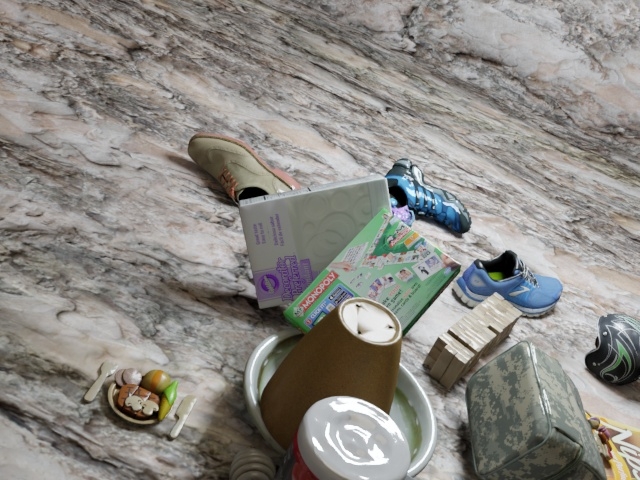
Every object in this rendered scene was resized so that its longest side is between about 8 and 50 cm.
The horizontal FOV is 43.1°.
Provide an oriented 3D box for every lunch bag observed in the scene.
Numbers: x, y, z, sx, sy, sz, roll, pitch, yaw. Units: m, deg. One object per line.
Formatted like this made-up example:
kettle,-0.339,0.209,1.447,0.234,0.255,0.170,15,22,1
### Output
lunch bag,0.458,0.403,1.672,0.256,0.212,0.305,34,30,-20

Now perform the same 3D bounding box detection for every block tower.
block tower,0.373,0.233,1.963,0.091,0.097,0.335,38,35,20

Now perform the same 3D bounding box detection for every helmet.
helmet,0.771,0.273,2.083,0.169,0.162,0.169,16,34,-11

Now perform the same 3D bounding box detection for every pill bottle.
pill bottle,0.005,0.412,1.280,0.176,0.319,0.176,15,34,-11

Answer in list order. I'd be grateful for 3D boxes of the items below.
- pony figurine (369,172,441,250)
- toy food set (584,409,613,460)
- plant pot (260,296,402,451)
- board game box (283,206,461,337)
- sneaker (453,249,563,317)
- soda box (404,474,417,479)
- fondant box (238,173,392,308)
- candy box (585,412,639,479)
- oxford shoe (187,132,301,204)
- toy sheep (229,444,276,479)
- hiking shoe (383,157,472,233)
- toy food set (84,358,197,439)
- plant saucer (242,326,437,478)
pony figurine,0.141,0.001,2.025,0.363,0.303,0.351,38,17,9
toy food set,0.600,0.417,1.726,0.078,0.019,0.122,42,26,-31
plant pot,0.040,0.231,1.436,0.237,0.254,0.237,15,34,-11
board game box,0.109,0.107,1.674,0.213,0.046,0.317,38,74,21
sneaker,0.526,0.111,2.177,0.330,0.147,0.130,5,37,-26
soda box,0.199,0.492,1.403,0.286,0.098,0.091,32,68,-13
fondant box,0.000,0.000,1.814,0.330,0.238,0.096,-11,12,-3
candy box,0.648,0.526,1.722,0.182,0.088,0.316,19,33,-7
oxford shoe,-0.218,-0.172,2.149,0.348,0.123,0.130,28,39,9
toy sheep,-0.119,0.411,1.426,0.091,0.091,0.132,11,21,-18
hiking shoe,0.307,-0.105,2.416,0.304,0.113,0.132,40,66,13
toy food set,-0.331,0.285,1.510,0.192,0.039,0.132,23,33,-1
plant saucer,0.030,0.340,1.597,0.400,0.101,0.400,16,35,-11
